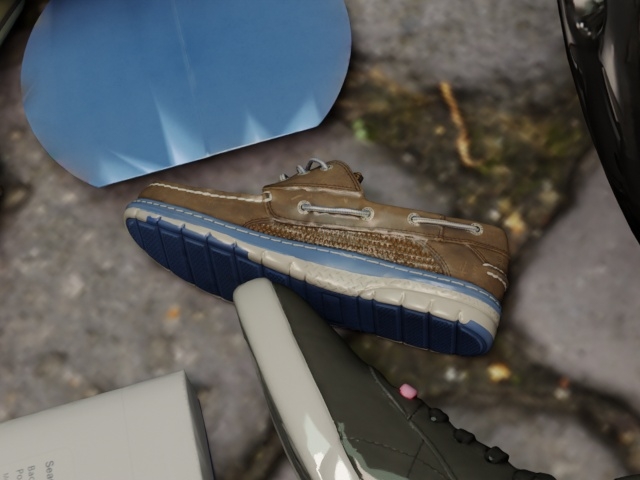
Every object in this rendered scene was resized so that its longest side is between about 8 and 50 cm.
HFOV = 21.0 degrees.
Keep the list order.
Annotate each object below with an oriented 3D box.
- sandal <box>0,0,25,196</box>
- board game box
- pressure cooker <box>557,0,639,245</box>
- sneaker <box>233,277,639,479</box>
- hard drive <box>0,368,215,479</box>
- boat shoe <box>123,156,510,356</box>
[{"bbox_3d":[-0.210,-0.012,0.837,0.120,0.086,0.303,-11,49,27],"label":"sandal"},{"bbox_3d":[-0.066,-0.087,0.879,0.168,0.033,0.133,-16,58,0],"label":"board game box"},{"bbox_3d":[0.280,-0.124,0.615,0.420,0.375,0.370,-40,82,-4],"label":"pressure cooker"},{"bbox_3d":[0.085,0.114,0.728,0.147,0.104,0.296,-32,71,-7],"label":"sneaker"},{"bbox_3d":[-0.193,0.190,0.749,0.318,0.040,0.210,-16,50,2],"label":"hard drive"},{"bbox_3d":[0.000,0.000,0.815,0.183,0.066,0.066,17,66,6],"label":"boat shoe"}]
